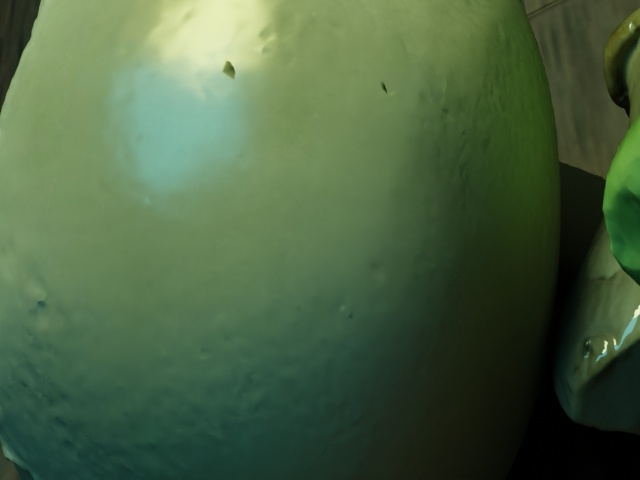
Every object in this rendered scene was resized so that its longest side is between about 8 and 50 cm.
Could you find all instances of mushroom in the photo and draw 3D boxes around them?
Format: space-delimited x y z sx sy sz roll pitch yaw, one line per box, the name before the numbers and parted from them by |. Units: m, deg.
mushroom | 0.173 -0.009 0.803 0.108 0.096 0.247 -15 42 32

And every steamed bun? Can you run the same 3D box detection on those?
steamed bun | 0.000 0.000 0.773 0.206 0.324 0.324 5 56 17

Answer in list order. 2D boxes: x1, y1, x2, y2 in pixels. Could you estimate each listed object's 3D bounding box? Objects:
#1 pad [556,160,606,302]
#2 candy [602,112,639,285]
pad | 0.037 0.055 0.935 0.265 0.009 0.159 -52 41 -10
candy | 0.238 -0.095 0.737 0.132 0.142 0.343 30 52 13
